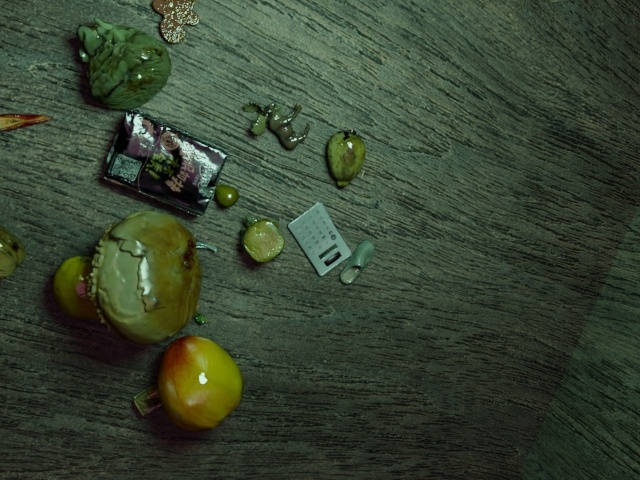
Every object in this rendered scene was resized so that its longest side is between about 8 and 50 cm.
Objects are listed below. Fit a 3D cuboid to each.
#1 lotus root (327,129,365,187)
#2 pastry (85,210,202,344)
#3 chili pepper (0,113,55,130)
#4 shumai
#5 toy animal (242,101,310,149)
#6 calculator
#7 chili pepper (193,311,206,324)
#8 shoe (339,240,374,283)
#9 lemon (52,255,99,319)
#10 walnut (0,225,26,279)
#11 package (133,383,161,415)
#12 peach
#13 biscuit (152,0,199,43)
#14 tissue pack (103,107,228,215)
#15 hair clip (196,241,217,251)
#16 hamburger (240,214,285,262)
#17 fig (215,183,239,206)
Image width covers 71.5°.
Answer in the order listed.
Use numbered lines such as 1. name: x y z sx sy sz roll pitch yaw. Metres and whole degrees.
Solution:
1. lotus root: 0.091 -0.291 1.596 0.139 0.138 0.213 -10 117 -17
2. pastry: -0.527 0.113 1.351 0.245 0.409 0.409 -5 107 11
3. chili pepper: -0.865 -0.347 1.285 0.178 0.027 0.045 -14 111 -16
4. shumai: -0.577 -0.523 1.288 0.256 0.189 0.218 -38 95 10
5. toy animal: -0.142 -0.395 1.499 0.186 0.093 0.214 -30 120 -2
6. calculator: 0.000 0.000 1.685 0.161 0.021 0.261 -36 112 -8
7. chili pepper: -0.442 0.265 1.591 0.030 0.034 0.091 -48 117 -40
8. shoe: 0.151 0.093 1.733 0.079 0.078 0.195 38 92 -23
9. lemon: -0.732 0.149 1.381 0.170 0.170 0.207 -5 105 -19
10. walnut: -0.960 0.028 1.279 0.155 0.155 0.184 -46 114 -4
11. package: -0.595 0.561 1.595 0.131 0.047 0.071 -29 109 -13
12. peach: -0.422 0.480 1.519 0.308 0.289 0.289 42 87 -6
13. biscuit: -0.435 -0.702 1.349 0.138 0.031 0.204 10 99 -21
14. tissue pack: -0.481 -0.238 1.404 0.333 0.123 0.244 21 101 -20
15. hair clip: -0.416 0.024 1.539 0.115 0.030 0.039 13 117 -20
16. hamburger: -0.210 -0.012 1.554 0.159 0.131 0.184 -31 105 -1
17. fig: -0.321 -0.155 1.506 0.088 0.074 0.074 39 88 -8
